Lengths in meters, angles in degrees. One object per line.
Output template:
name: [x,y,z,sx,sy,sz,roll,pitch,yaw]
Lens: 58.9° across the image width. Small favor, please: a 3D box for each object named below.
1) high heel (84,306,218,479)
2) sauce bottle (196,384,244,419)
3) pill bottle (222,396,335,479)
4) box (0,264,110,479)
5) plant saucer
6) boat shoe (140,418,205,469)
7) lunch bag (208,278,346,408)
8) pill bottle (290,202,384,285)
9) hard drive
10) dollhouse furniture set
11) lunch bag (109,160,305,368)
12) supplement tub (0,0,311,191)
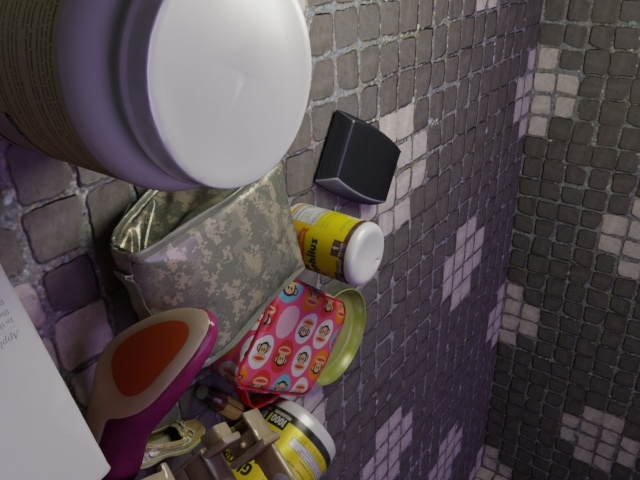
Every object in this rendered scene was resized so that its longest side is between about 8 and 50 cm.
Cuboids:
high heel: [-0.239,0.230,0.786,0.377,0.127,0.181,-38,142,17]
sauce bottle: [-0.189,0.303,1.068,0.042,0.042,0.128,-59,143,-19]
pill bottle: [-0.134,0.485,1.099,0.334,0.187,0.188,-46,139,-34]
box: [-0.371,0.109,0.482,0.168,0.214,0.346,-44,126,-48]
plant saucer: [0.029,0.225,1.353,0.241,0.037,0.241,-28,127,-46]
boat shoe: [-0.260,0.337,0.969,0.153,0.056,0.048,-8,116,-46]
lunch bag: [-0.083,0.199,1.103,0.293,0.120,0.258,35,76,-56]
pill bottle: [0.000,0.000,1.043,0.117,0.214,0.117,-29,127,-47]
hard drive: [0.093,-0.170,1.246,0.254,0.054,0.172,15,92,-57]
dollhouse furniture set: [-0.229,0.420,0.800,0.303,0.174,0.355,-43,160,15]
lunch bag: [-0.173,0.024,0.848,0.287,0.168,0.235,-48,140,-39]
supplement tub: [-0.196,-0.182,0.575,0.235,0.324,0.236,-29,128,-46]
